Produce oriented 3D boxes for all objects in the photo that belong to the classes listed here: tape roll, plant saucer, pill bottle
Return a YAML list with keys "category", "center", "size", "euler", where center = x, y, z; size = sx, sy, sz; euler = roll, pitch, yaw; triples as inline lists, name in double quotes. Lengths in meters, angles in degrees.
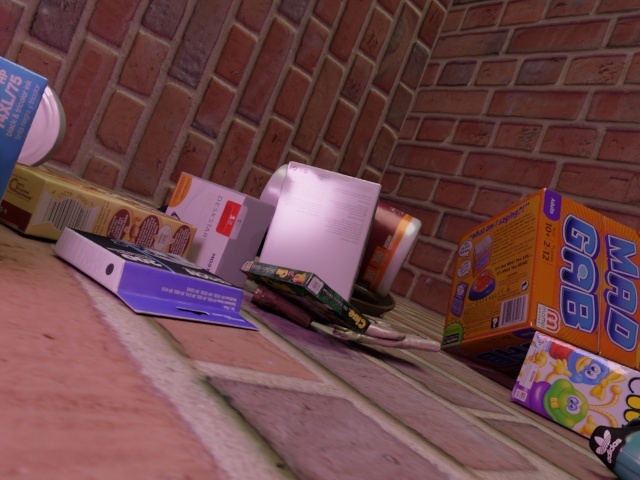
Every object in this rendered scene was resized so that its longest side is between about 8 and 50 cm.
- category: "tape roll"
  center: [-0.831, -0.320, 1.327]
  size: [0.286, 0.286, 0.100]
  euler: [22, 0, -20]
- category: "plant saucer"
  center: [0.065, 0.120, 1.333]
  size: [0.278, 0.041, 0.278]
  euler: [24, 11, -5]
- category: "pill bottle"
  center: [0.043, -0.035, 1.326]
  size: [0.392, 0.224, 0.224]
  euler: [26, 0, 10]

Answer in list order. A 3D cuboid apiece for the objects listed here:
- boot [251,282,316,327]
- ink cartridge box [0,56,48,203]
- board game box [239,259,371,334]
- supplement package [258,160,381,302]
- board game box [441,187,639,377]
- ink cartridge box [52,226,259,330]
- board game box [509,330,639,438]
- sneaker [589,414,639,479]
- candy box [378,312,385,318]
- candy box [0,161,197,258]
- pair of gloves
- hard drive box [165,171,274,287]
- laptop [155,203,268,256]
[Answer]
- category: "boot"
  center: [-0.063, 0.116, 0.885]
  size: [0.114, 0.037, 0.106]
  euler: [25, -1, -4]
- category: "ink cartridge box"
  center: [-0.475, -0.142, 0.523]
  size: [0.270, 0.197, 0.198]
  euler: [22, -1, -42]
- category: "board game box"
  center: [-0.036, 0.090, 0.862]
  size: [0.136, 0.030, 0.260]
  euler: [44, -18, -24]
- category: "supplement package"
  center: [0.000, 0.000, 1.109]
  size: [0.199, 0.262, 0.198]
  euler: [16, -8, 7]
- category: "board game box"
  center: [0.583, 0.146, 1.313]
  size: [0.356, 0.356, 0.356]
  euler: [22, -25, -12]
- category: "ink cartridge box"
  center: [-0.206, 0.051, 0.671]
  size: [0.208, 0.045, 0.206]
  euler: [23, 0, 37]
- category: "board game box"
  center: [0.519, 0.290, 0.923]
  size: [0.275, 0.142, 0.144]
  euler: [21, -1, 38]
- category: "sneaker"
  center: [0.483, 0.293, 0.691]
  size: [0.302, 0.108, 0.121]
  euler: [20, 5, -35]
- category: "candy box"
  center: [0.088, 0.148, 1.588]
  size: [0.233, 0.071, 0.159]
  euler: [22, -13, 44]
- category: "candy box"
  center: [-0.387, -0.044, 0.861]
  size: [0.183, 0.087, 0.316]
  euler: [21, -1, 29]
- category: "pair of gloves"
  center: [0.080, 0.167, 0.957]
  size: [0.204, 0.042, 0.240]
  euler: [17, -4, -25]
- category: "hard drive box"
  center: [-0.228, -0.028, 1.063]
  size: [0.232, 0.181, 0.089]
  euler: [21, -1, 40]
- category: "laptop"
  center: [-0.256, 0.021, 1.473]
  size: [0.408, 0.236, 0.382]
  euler: [46, 12, 28]
